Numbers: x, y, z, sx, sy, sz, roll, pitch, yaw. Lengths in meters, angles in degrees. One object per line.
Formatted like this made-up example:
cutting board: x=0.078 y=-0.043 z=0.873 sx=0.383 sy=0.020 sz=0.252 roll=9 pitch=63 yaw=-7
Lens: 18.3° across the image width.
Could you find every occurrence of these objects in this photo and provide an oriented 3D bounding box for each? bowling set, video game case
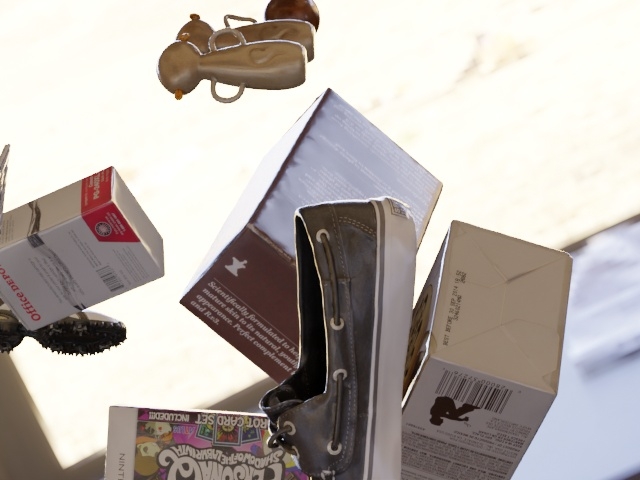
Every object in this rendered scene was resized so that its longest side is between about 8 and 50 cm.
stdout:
bowling set: x=-0.082 y=-0.214 z=1.767 sx=0.154 sy=0.287 sz=0.200 roll=-1 pitch=-26 yaw=4
video game case: x=-0.109 y=0.278 z=2.032 sx=0.232 sy=0.210 sz=0.042 roll=4 pitch=0 yaw=11

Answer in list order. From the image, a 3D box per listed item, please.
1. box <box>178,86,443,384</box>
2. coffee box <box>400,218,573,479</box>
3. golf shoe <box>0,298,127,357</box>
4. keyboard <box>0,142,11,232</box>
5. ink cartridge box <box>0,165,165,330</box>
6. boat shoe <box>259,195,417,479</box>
box: x=0.000 y=0.000 z=2.214 sx=0.143 sy=0.191 sz=0.381 roll=-46 pitch=8 yaw=27
coffee box: x=0.118 y=0.150 z=1.772 sx=0.297 sy=0.119 sz=0.168 roll=111 pitch=175 yaw=-46
golf shoe: x=-0.329 y=0.086 z=2.389 sx=0.198 sy=0.077 sz=0.094 roll=4 pitch=52 yaw=-3
keyboard: x=-0.296 y=0.020 z=1.753 sx=0.256 sy=0.014 sz=0.072 roll=109 pitch=-176 yaw=-50
ink cartridge box: x=-0.241 y=0.009 z=1.915 sx=0.150 sy=0.109 sz=0.063 roll=-22 pitch=39 yaw=12
boat shoe: x=0.004 y=0.087 z=1.102 sx=0.076 sy=0.228 sz=0.080 roll=3 pitch=12 yaw=-15
